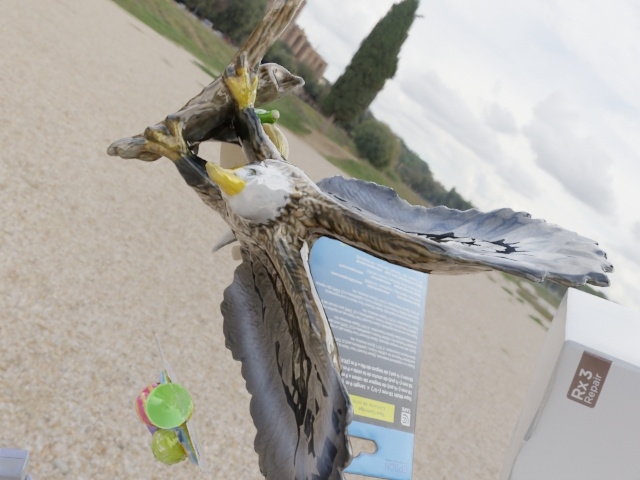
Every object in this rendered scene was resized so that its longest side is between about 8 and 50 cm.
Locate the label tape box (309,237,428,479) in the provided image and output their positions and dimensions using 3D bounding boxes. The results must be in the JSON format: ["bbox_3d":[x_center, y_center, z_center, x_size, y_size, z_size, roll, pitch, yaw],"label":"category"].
[{"bbox_3d":[0.034,0.172,1.013,0.241,0.333,0.106,22,-24,-33],"label":"label tape box"}]

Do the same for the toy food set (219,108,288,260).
[{"bbox_3d":[-0.069,-0.074,0.712,0.039,0.192,0.132,-7,-1,-27],"label":"toy food set"}]

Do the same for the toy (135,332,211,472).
[{"bbox_3d":[-0.166,0.193,0.732,0.237,0.056,0.137,117,-48,-67],"label":"toy"}]

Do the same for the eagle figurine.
[{"bbox_3d":[-0.006,0.001,0.451,0.298,0.226,0.225,46,37,18],"label":"eagle figurine"}]

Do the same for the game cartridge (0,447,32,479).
[{"bbox_3d":[-0.514,0.400,0.897,0.230,0.355,0.068,9,30,-19],"label":"game cartridge"}]

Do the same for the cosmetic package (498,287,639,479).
[{"bbox_3d":[0.278,0.185,0.666,0.156,0.217,0.385,21,11,17],"label":"cosmetic package"}]
